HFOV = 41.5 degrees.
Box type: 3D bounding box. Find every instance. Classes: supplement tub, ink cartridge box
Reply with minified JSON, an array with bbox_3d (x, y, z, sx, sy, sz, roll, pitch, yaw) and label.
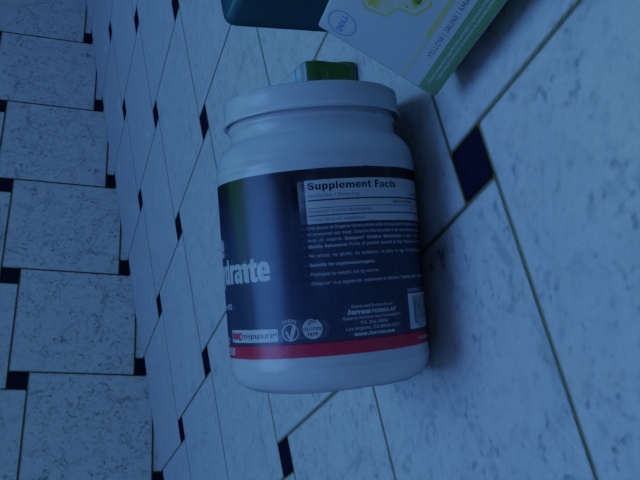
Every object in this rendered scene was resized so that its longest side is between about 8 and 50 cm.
[{"bbox_3d":[0.000,0.000,0.808,0.191,0.191,0.272,167,99,-68],"label":"supplement tub"},{"bbox_3d":[0.034,-0.236,0.664,0.056,0.235,0.171,-63,5,-31],"label":"ink cartridge box"},{"bbox_3d":[-0.021,-0.135,1.018,0.209,0.062,0.108,166,99,-68],"label":"ink cartridge box"}]

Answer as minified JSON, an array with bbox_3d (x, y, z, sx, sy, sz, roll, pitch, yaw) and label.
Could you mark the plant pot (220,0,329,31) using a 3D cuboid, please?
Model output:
[{"bbox_3d":[0.006,-0.338,0.794,0.234,0.166,0.165,127,135,-55],"label":"plant pot"}]
